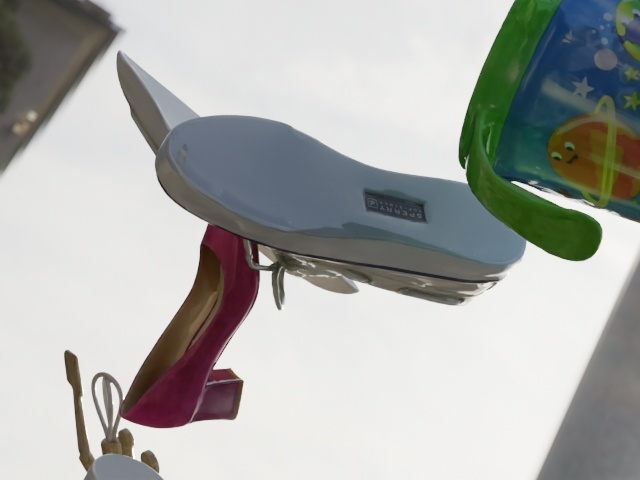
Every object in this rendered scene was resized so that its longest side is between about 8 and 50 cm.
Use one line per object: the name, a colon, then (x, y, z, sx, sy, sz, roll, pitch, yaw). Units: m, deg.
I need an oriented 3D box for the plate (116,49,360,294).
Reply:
plate: (-0.100, -0.063, 2.065, 0.278, 0.045, 0.277, 40, 6, -30)

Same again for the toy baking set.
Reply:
toy baking set: (-0.226, 0.250, 2.215, 0.256, 0.030, 0.197, 54, -34, 27)

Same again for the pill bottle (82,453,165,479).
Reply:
pill bottle: (-0.217, 0.297, 1.837, 0.112, 0.112, 0.187, 29, -69, -2)

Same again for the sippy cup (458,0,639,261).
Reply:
sippy cup: (0.266, -0.117, 1.646, 0.224, 0.305, 0.240, 27, -1, 13)

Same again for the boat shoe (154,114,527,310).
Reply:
boat shoe: (0.001, -0.007, 1.857, 0.367, 0.136, 0.156, 12, -40, -22)

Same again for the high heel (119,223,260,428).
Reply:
high heel: (-0.129, 0.064, 1.894, 0.117, 0.244, 0.082, 0, 18, -25)
